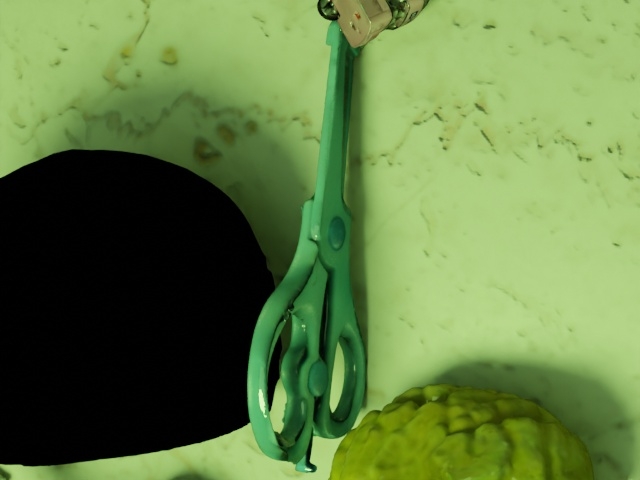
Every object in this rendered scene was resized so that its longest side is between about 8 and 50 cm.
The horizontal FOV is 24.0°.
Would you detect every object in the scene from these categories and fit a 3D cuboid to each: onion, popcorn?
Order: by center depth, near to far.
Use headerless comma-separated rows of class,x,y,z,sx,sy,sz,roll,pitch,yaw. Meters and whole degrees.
popcorn,0.116,0.227,1.247,0.226,0.200,0.203,-25,116,-6
onion,-0.207,0.052,1.294,0.337,0.282,0.260,-4,98,24

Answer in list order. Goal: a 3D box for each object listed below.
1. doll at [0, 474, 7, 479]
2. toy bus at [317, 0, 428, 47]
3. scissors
doll,-0.441,0.224,1.534,0.217,0.085,0.183,42,114,-5
toy bus,0.015,-0.265,1.260,0.203,0.090,0.063,62,158,6
scissors,-0.001,0.000,1.281,0.032,0.180,0.392,3,85,27
